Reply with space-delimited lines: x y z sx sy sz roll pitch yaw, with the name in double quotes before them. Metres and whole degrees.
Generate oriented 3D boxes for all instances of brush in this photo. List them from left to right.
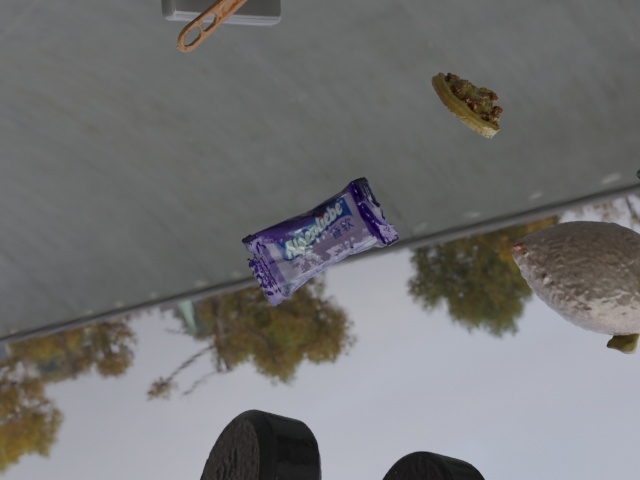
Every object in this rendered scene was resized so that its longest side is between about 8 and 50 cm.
"brush" -0.071 -0.342 1.292 0.314 0.017 0.090 -45 157 -17

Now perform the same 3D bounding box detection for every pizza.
"pizza" 0.292 -0.270 1.945 0.134 0.175 0.046 -28 156 -50

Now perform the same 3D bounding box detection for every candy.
"candy" 0.000 0.000 1.820 0.275 0.145 0.070 -28 -162 -8

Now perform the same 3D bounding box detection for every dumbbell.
"dumbbell" 0.030 0.334 1.213 0.322 0.203 0.204 18 166 -24

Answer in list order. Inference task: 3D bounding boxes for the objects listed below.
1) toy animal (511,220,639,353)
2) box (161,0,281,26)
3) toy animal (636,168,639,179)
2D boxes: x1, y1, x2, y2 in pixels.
"toy animal" 0.530 0.070 1.907 0.358 0.188 0.226 11 -139 -10
"box" -0.191 -0.472 1.958 0.244 0.103 0.055 -5 -177 -34
"toy animal" 0.686 -0.068 1.777 0.125 0.251 0.127 -43 -176 -18
